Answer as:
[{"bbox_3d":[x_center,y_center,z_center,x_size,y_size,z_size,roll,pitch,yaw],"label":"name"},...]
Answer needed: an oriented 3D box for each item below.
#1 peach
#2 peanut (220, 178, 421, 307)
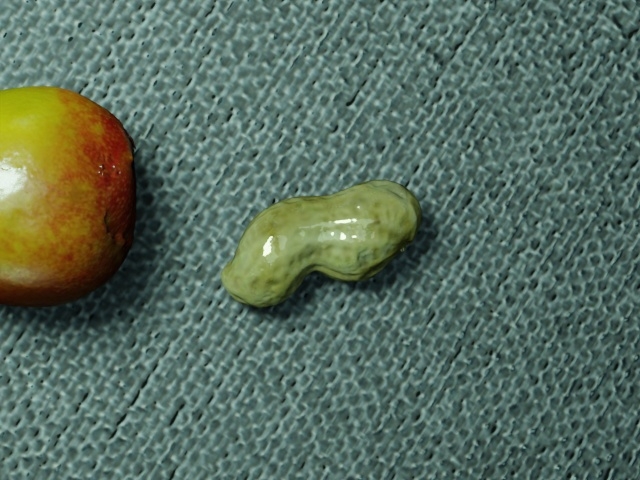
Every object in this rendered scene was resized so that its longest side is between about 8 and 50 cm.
[{"bbox_3d":[-0.292,-0.046,1.473,0.230,0.231,0.231,0,87,-8],"label":"peach"},{"bbox_3d":[0.000,0.000,1.566,0.229,0.098,0.103,-16,57,-5],"label":"peanut"}]
